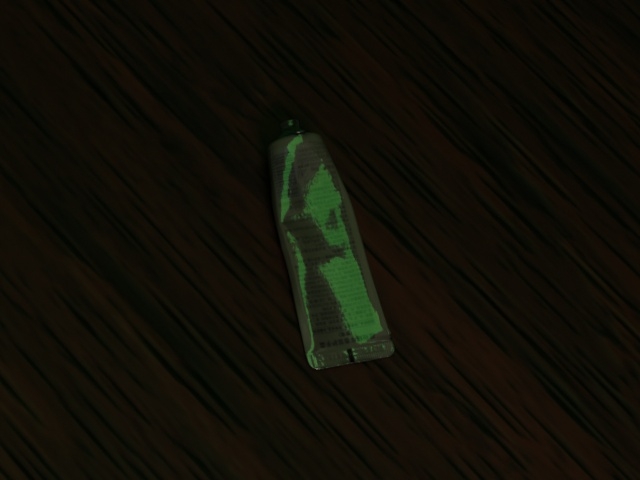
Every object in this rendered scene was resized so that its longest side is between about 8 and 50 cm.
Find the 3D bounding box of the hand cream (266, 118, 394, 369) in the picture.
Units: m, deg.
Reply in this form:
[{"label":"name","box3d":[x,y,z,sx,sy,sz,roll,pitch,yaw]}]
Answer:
[{"label":"hand cream","box3d":[0.000,0.000,1.059,0.057,0.037,0.165,-9,72,-17]}]
